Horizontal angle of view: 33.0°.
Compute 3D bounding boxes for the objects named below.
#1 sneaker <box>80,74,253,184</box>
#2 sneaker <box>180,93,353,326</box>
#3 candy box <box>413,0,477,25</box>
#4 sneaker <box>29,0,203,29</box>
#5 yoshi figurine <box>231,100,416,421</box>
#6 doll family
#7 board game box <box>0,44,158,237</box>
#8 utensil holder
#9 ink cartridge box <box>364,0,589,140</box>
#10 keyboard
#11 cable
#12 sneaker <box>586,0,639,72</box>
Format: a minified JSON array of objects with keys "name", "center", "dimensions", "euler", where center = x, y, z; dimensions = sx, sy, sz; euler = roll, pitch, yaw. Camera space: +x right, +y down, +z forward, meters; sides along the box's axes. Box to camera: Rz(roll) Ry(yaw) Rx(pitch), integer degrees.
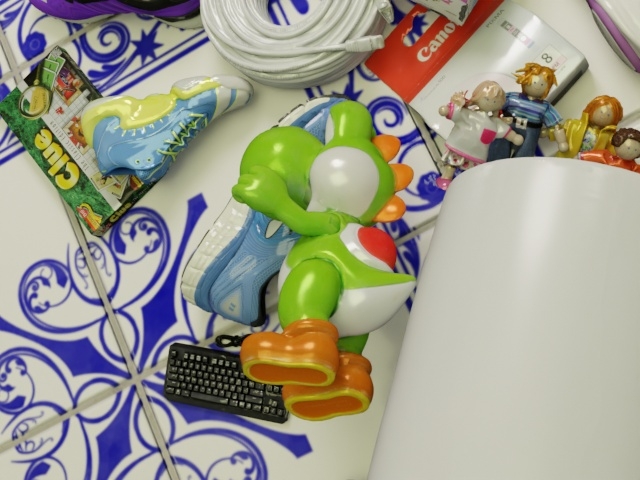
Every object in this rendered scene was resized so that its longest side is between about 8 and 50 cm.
[{"name":"sneaker","center":[-0.199,-0.143,1.453],"dimensions":[0.240,0.091,0.126],"euler":[-11,82,9]},{"name":"sneaker","center":[-0.039,-0.036,1.386],"dimensions":[0.147,0.130,0.330],"euler":[31,95,5]},{"name":"candy box","center":[0.165,-0.404,1.339],"dimensions":[0.159,0.071,0.233],"euler":[28,74,10]},{"name":"sneaker","center":[-0.297,-0.366,1.491],"dimensions":[0.293,0.146,0.102],"euler":[6,84,18]},{"name":"yoshi figurine","center":[-0.022,0.006,1.218],"dimensions":[0.203,0.203,0.362],"euler":[18,59,-18]},{"name":"doll family","center":[0.261,-0.118,1.271],"dimensions":[0.262,0.118,0.163],"euler":[19,110,-1]},{"name":"board game box","center":[-0.345,-0.143,1.537],"dimensions":[0.136,0.030,0.260],"euler":[-44,71,9]},{"name":"utensil holder","center":[0.233,0.153,1.115],"dimensions":[0.327,0.328,0.386],"euler":[8,68,19]},{"name":"ink cartridge box","center":[0.188,-0.225,1.362],"dimensions":[0.232,0.066,0.189],"euler":[44,97,14]},{"name":"keyboard","center":[-0.119,0.172,1.419],"dimensions":[0.180,0.023,0.108],"euler":[8,84,18]},{"name":"cable","center":[-0.032,-0.329,1.431],"dimensions":[0.257,0.089,0.257],"euler":[-15,77,16]},{"name":"sneaker","center":[0.378,-0.322,1.280],"dimensions":[0.152,0.114,0.305],"euler":[-30,74,13]}]
